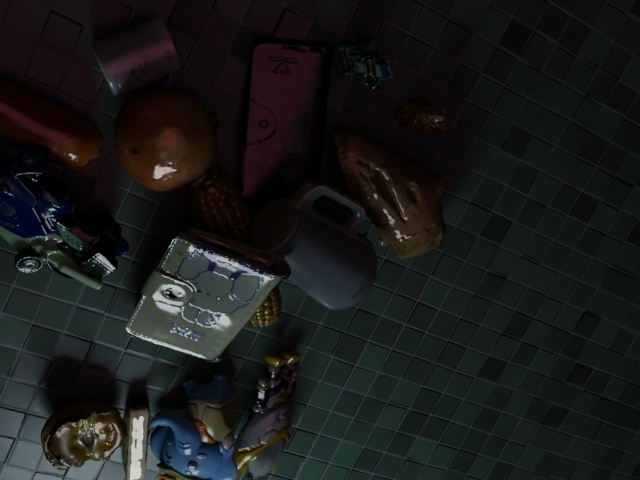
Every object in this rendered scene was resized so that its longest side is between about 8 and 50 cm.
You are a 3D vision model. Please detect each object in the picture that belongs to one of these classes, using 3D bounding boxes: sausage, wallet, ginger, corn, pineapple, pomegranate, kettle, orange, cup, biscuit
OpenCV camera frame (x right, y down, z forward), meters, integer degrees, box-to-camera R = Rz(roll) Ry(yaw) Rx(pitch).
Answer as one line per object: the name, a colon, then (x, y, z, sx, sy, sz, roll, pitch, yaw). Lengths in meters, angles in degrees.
sausage: (-0.490, -0.199, 1.505, 0.238, 0.098, 0.098, 26, 100, -25)
wallet: (-0.221, 0.104, 1.643, 0.223, 0.077, 0.309, 24, 134, -15)
ginger: (0.134, -0.099, 1.744, 0.190, 0.126, 0.354, -43, 121, 15)
corn: (-0.166, 0.015, 1.694, 0.120, 0.120, 0.363, -27, 121, -7)
wallet: (-0.067, -0.223, 1.670, 0.172, 0.045, 0.318, 0, 110, -21)
pineapple: (0.219, -0.250, 1.735, 0.114, 0.114, 0.077, 26, 82, -30)
pomegranate: (-0.270, -0.178, 1.536, 0.191, 0.191, 0.191, -7, 113, -17)
kettle: (0.000, 0.000, 1.678, 0.210, 0.160, 0.243, -44, 136, 10)
orange: (-0.476, 0.380, 1.734, 0.160, 0.112, 0.170, -42, 142, -12)
cup: (-0.312, -0.304, 1.519, 0.133, 0.099, 0.136, -25, 116, -10)
biscuit: (-0.382, 0.414, 1.810, 0.052, 0.056, 0.188, -1, 112, -20)

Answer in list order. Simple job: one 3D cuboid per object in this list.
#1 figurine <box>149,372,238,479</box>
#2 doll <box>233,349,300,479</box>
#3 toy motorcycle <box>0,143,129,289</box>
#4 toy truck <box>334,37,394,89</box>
figurine: (-0.264, 0.403, 1.813, 0.180, 0.154, 0.262, 1, 94, -10)
doll: (-0.111, 0.387, 1.874, 0.103, 0.145, 0.316, 15, 102, 11)
toy motorcycle: (-0.483, -0.050, 1.520, 0.196, 0.125, 0.331, -33, 127, 21)
toy truck: (0.094, -0.332, 1.610, 0.081, 0.175, 0.067, -22, 116, -17)
